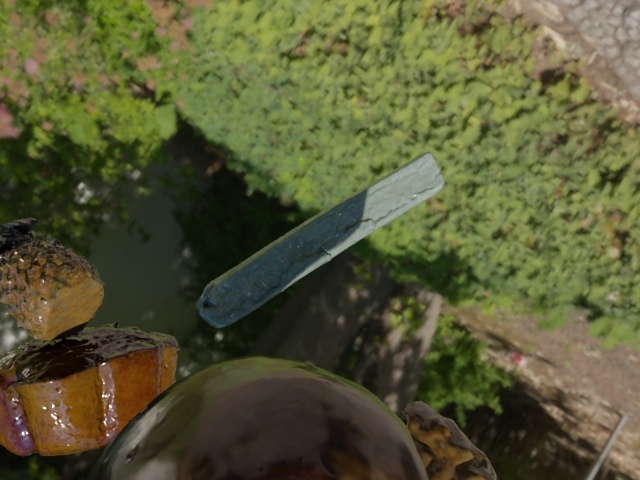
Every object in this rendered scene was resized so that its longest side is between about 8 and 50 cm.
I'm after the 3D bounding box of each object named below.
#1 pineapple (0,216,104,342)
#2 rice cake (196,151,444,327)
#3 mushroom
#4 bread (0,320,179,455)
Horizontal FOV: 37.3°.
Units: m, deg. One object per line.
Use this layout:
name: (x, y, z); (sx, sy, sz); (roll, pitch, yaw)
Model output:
pineapple: (-0.374, 0.023, 1.151); (0.251, 0.125, 0.125); (36, 174, 29)
rice cake: (0.000, 0.000, 0.819); (0.042, 0.245, 0.045); (57, 167, 1)
mushroom: (-0.036, 0.220, 0.438); (0.239, 0.345, 0.345); (-3, 158, 17)
bread: (-0.300, 0.175, 1.186); (0.232, 0.135, 0.246); (1, -170, 40)
